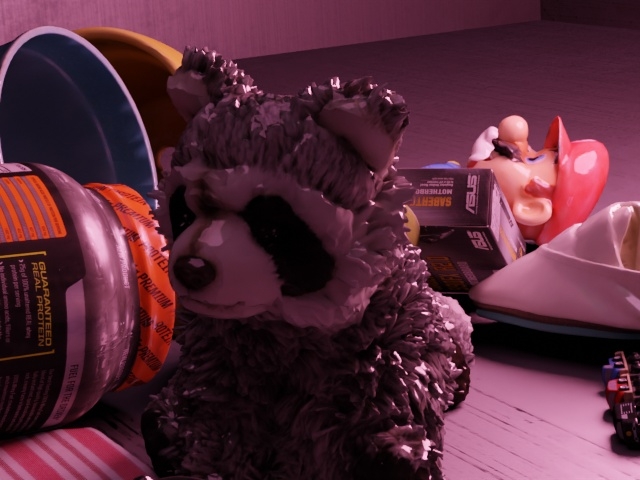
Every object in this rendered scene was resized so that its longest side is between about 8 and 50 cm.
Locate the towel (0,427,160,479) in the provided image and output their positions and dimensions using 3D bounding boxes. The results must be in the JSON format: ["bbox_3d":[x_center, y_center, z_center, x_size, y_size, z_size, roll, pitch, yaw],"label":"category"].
[{"bbox_3d":[-0.219,0.173,1.068,0.197,0.029,0.144,-8,15,-27],"label":"towel"}]

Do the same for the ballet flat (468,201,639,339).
[{"bbox_3d":[0.296,0.032,1.272,0.139,0.139,0.400,-16,19,-41],"label":"ballet flat"}]

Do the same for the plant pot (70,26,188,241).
[{"bbox_3d":[-0.206,-0.099,1.754,0.254,0.254,0.239,1,-2,17],"label":"plant pot"}]

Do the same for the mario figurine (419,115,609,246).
[{"bbox_3d":[0.141,-0.069,1.625,0.321,0.170,0.198,-11,49,1],"label":"mario figurine"}]

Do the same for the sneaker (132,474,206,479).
[{"bbox_3d":[-0.129,0.229,0.681,0.276,0.135,0.098,-36,41,-23],"label":"sneaker"}]

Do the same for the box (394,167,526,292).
[{"bbox_3d":[0.083,-0.005,1.420,0.183,0.056,0.231,0,-17,14],"label":"box"}]

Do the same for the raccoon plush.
[{"bbox_3d":[0.000,0.000,1.100,0.216,0.299,0.446,5,15,8],"label":"raccoon plush"}]

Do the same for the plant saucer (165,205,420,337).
[{"bbox_3d":[-0.029,0.036,1.290,0.241,0.241,0.037,-11,60,-7],"label":"plant saucer"}]

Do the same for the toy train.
[{"bbox_3d":[0.233,0.118,1.173,0.036,0.027,0.158,-12,12,11],"label":"toy train"}]

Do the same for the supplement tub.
[{"bbox_3d":[-0.291,0.050,1.134,0.338,0.207,0.207,-5,13,-34],"label":"supplement tub"}]

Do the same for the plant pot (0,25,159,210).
[{"bbox_3d":[-0.339,-0.050,1.546,0.255,0.271,0.272,-13,9,24],"label":"plant pot"}]
